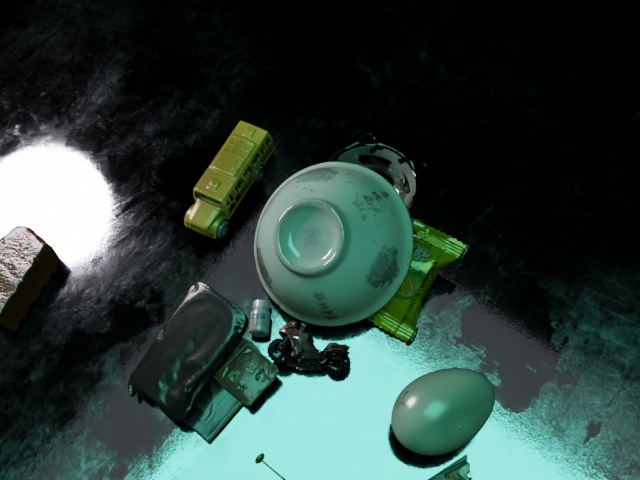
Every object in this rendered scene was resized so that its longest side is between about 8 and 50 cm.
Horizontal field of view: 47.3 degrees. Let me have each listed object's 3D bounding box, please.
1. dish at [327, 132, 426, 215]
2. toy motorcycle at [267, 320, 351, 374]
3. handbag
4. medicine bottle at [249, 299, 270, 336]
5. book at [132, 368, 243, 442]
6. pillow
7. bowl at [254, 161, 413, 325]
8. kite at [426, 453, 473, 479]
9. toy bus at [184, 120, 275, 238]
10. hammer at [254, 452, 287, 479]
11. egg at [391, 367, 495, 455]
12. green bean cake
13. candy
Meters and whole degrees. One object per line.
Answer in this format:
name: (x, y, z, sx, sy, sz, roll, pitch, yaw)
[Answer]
dish: (0.136, -0.129, 2.003, 0.302, 0.120, 0.303, 0, 65, 0)
toy motorcycle: (-0.025, 0.267, 1.834, 0.212, 0.084, 0.118, 13, 51, -6)
handbag: (-0.325, 0.277, 1.791, 0.191, 0.075, 0.332, 32, 87, 21)
medicine bottle: (-0.155, 0.201, 1.890, 0.052, 0.052, 0.089, 2, 63, 3)
book: (-0.315, 0.348, 1.839, 0.269, 0.025, 0.191, 36, 70, 18)
pillow: (-0.220, 0.298, 1.823, 0.232, 0.043, 0.126, 38, 73, 19)
bowl: (0.000, 0.000, 1.815, 0.434, 0.196, 0.435, -2, 85, 18)
kite: (0.277, 0.682, 1.658, 0.368, 0.014, 0.406, 10, 64, 7)
toy bus: (-0.256, -0.171, 2.039, 0.121, 0.123, 0.336, 24, 67, 14)
hammer: (-0.104, 0.552, 1.739, 0.123, 0.014, 0.029, 37, 79, 15)
egg: (0.288, 0.393, 1.705, 0.264, 0.183, 0.183, -24, 65, -16)
green bean cake: (-0.809, 0.092, 1.947, 0.198, 0.097, 0.233, 34, 70, 19)
candy: (0.228, 0.098, 1.876, 0.187, 0.081, 0.297, 30, 91, 16)
